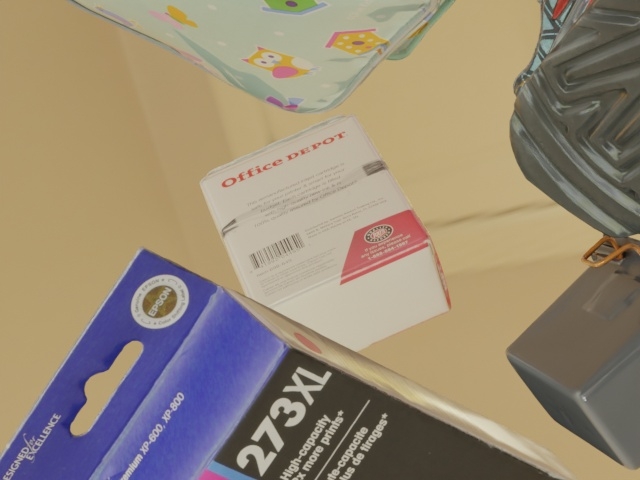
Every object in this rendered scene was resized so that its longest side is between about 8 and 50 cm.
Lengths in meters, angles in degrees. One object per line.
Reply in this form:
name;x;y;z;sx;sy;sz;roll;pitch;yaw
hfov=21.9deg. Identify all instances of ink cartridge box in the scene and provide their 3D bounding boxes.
ink cartridge box;0.000;0.000;1.435;0.158;0.092;0.218;-23;-142;-3
ink cartridge box;-0.008;0.155;1.027;0.176;0.371;0.069;-55;-146;8

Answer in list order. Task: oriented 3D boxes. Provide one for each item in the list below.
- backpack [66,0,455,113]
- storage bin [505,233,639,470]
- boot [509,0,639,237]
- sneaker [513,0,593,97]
backpack;-0.027;-0.137;0.519;0.144;0.188;0.166;-60;-172;-18
storage bin;0.158;0.056;0.867;0.091;0.098;0.135;-40;-164;-7
boot;0.315;-0.224;0.883;0.367;0.146;0.445;-36;-173;48
sneaker;0.212;-0.204;1.235;0.104;0.262;0.125;29;169;-34
